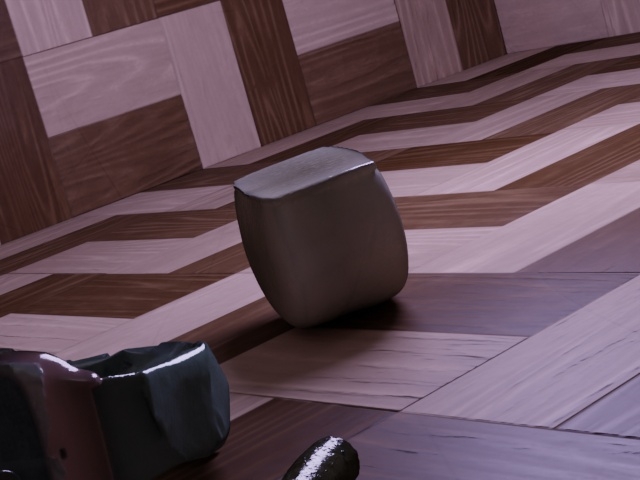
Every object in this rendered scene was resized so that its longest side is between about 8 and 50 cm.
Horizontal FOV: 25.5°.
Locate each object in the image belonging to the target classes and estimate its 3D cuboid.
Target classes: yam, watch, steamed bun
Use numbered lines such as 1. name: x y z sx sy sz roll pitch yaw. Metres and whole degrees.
1. yam: -0.005 0.170 0.981 0.043 0.043 0.094 -11 13 22
2. watch: -0.203 0.146 1.118 0.253 0.161 0.241 -11 5 22
3. steamed bun: 0.000 0.000 1.497 0.146 0.164 0.242 -20 13 -11

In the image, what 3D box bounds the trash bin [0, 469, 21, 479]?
1. trash bin: -0.305 0.230 0.909 0.241 0.122 0.164 -9 12 42
